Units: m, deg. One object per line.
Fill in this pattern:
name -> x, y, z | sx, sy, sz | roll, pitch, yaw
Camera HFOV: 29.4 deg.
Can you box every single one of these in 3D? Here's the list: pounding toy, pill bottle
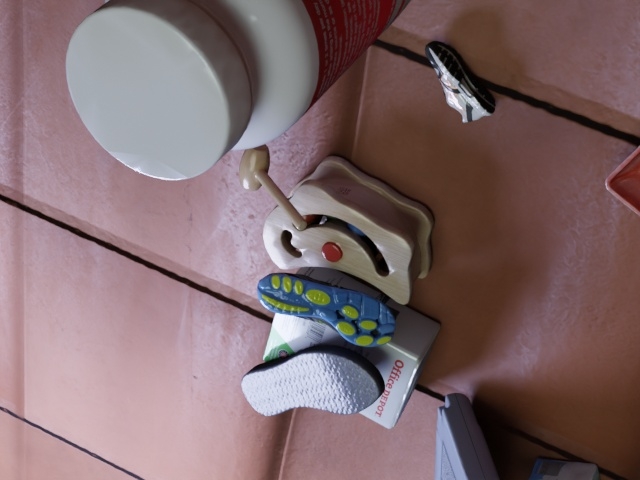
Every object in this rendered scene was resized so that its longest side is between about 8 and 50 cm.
pounding toy -> 0.000, 0.000, 1.536 | 0.269, 0.155, 0.154 | 31, 132, 8
pill bottle -> -0.070, -0.235, 1.231 | 0.229, 0.408, 0.229 | 16, 129, 20

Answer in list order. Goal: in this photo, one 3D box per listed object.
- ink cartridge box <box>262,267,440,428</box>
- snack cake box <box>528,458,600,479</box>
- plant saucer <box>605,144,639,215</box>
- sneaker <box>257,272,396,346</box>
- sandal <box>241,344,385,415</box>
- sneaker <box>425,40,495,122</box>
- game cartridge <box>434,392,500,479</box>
ink cartridge box -> 0.041, 0.140, 1.661 | 0.208, 0.087, 0.153 | 28, 132, 12
snack cake box -> 0.336, 0.448, 1.667 | 0.089, 0.152, 0.264 | 1, 122, 28
plant saucer -> 0.478, -0.065, 1.277 | 0.259, 0.048, 0.258 | 38, 133, 0
sneaker -> 0.010, 0.080, 1.553 | 0.188, 0.078, 0.067 | 19, 101, -8
sandal -> -0.011, 0.181, 1.634 | 0.254, 0.054, 0.097 | -10, 109, 47
sneaker -> 0.151, -0.179, 1.394 | 0.043, 0.040, 0.109 | -29, 105, 43
game cartridge -> 0.202, 0.383, 1.676 | 0.062, 0.198, 0.297 | -9, 127, -9
